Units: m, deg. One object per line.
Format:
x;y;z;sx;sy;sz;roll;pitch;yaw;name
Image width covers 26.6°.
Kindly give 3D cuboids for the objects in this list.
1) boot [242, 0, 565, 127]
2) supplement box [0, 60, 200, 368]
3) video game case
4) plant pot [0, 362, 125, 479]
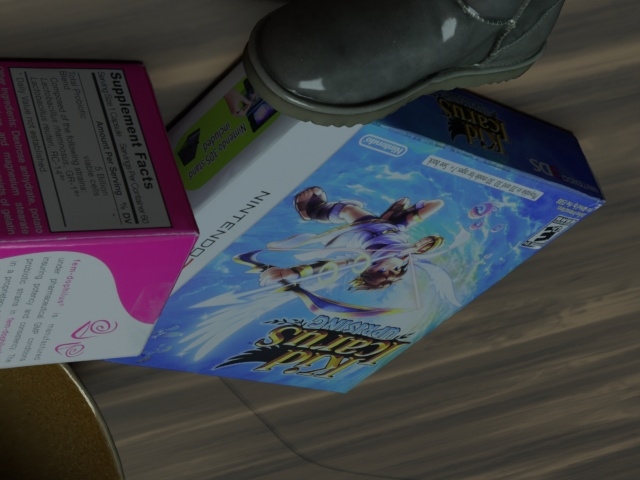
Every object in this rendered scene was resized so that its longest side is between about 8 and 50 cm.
0.074;-0.146;0.599;0.189;0.076;0.208;-20;161;-31;boot
-0.184;-0.009;0.632;0.220;0.114;0.111;-1;145;-28;supplement box
0.000;0.000;0.814;0.269;0.061;0.244;14;138;-45;video game case
-0.285;0.192;0.828;0.254;0.237;0.237;-15;154;22;plant pot
